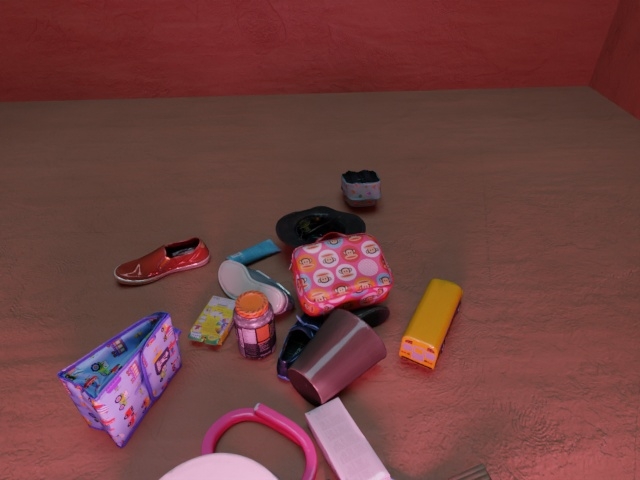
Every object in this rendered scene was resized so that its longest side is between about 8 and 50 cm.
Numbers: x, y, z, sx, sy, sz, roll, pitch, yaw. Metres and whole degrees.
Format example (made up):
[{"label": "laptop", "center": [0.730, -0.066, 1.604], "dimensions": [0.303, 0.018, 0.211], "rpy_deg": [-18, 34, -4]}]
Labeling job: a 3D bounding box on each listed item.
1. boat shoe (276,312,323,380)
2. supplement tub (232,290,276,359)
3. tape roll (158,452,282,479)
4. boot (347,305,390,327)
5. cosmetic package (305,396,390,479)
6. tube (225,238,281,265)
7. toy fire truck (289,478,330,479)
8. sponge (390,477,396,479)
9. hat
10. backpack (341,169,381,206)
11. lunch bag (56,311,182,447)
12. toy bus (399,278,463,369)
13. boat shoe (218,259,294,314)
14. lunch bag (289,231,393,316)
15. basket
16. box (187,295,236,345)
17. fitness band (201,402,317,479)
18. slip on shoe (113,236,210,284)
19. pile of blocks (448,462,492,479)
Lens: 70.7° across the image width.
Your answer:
[{"label": "boat shoe", "center": [-0.047, 0.288, 1.322], "dimensions": [0.109, 0.089, 0.258], "rpy_deg": [9, 39, 12]}, {"label": "supplement tub", "center": [-0.189, 0.242, 1.299], "dimensions": [0.117, 0.190, 0.117], "rpy_deg": [0, 38, 0]}, {"label": "tape roll", "center": [-0.205, 0.612, 0.842], "dimensions": [0.392, 0.072, 0.392], "rpy_deg": [-8, 51, 10]}, {"label": "boot", "center": [0.097, 0.198, 1.461], "dimensions": [0.189, 0.076, 0.208], "rpy_deg": [-11, 33, -17]}, {"label": "cosmetic package", "center": [0.058, 0.492, 1.065], "dimensions": [0.098, 0.060, 0.239], "rpy_deg": [-18, 34, -20]}, {"label": "tube", "center": [-0.249, 0.049, 1.662], "dimensions": [0.207, 0.052, 0.080], "rpy_deg": [-24, 53, -33]}, {"label": "toy fire truck", "center": [-0.048, 0.583, 0.950], "dimensions": [0.192, 0.135, 0.047], "rpy_deg": [9, -8, -18]}, {"label": "sponge", "center": [0.207, 0.609, 0.962], "dimensions": [0.210, 0.031, 0.117], "rpy_deg": [20, 43, 23]}, {"label": "hat", "center": [0.000, 0.000, 1.655], "dimensions": [0.331, 0.134, 0.331], "rpy_deg": [-2, 31, 1]}, {"label": "backpack", "center": [0.173, -0.219, 1.905], "dimensions": [0.165, 0.144, 0.188], "rpy_deg": [-3, 16, -5]}, {"label": "lunch bag", "center": [-0.475, 0.331, 1.167], "dimensions": [0.138, 0.221, 0.293], "rpy_deg": [19, 43, 22]}, {"label": "toy bus", "center": [0.343, 0.229, 1.359], "dimensions": [0.108, 0.130, 0.333], "rpy_deg": [18, 42, 22]}, {"label": "boat shoe", "center": [-0.218, 0.159, 1.507], "dimensions": [0.319, 0.116, 0.099], "rpy_deg": [23, 4, 35]}, {"label": "lunch bag", "center": [0.057, 0.086, 1.403], "dimensions": [0.293, 0.120, 0.258], "rpy_deg": [-10, 55, -13]}, {"label": "basket", "center": [0.033, 0.326, 1.232], "dimensions": [0.204, 0.154, 0.227], "rpy_deg": [32, 52, 27]}, {"label": "box", "center": [-0.326, 0.255, 1.405], "dimensions": [0.105, 0.043, 0.179], "rpy_deg": [10, 37, 13]}, {"label": "fitness band", "center": [-0.145, 0.510, 1.072], "dimensions": [0.290, 0.054, 0.209], "rpy_deg": [20, 43, 25]}, {"label": "slip on shoe", "center": [-0.562, 0.065, 1.600], "dimensions": [0.331, 0.101, 0.123], "rpy_deg": [-16, 43, -17]}, {"label": "pile of blocks", "center": [0.223, 0.600, 0.886], "dimensions": [0.362, 0.149, 0.113], "rpy_deg": [-28, 88, -16]}]
